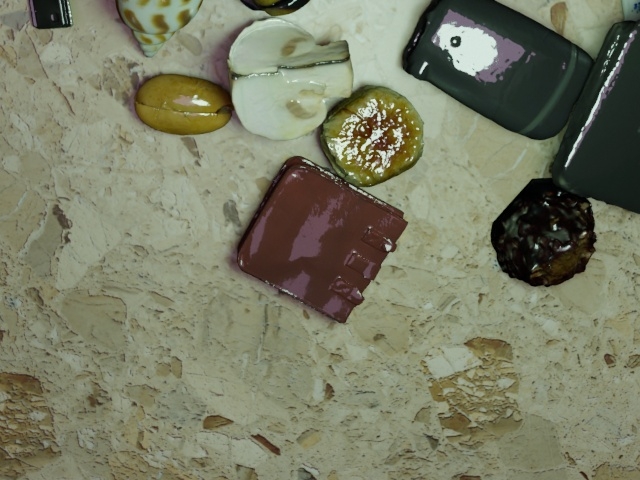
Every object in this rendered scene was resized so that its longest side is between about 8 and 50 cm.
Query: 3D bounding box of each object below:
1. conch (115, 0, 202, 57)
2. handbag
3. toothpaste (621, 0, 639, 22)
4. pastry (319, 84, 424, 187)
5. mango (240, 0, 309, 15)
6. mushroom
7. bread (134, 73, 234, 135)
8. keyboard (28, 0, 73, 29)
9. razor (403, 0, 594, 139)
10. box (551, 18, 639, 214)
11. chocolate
[{"bbox_3d":[-0.289,-0.454,1.742,0.183,0.149,0.274,37,111,28],"label":"conch"},{"bbox_3d":[0.000,-0.001,1.937,0.276,0.084,0.260,27,100,-14],"label":"handbag"},{"bbox_3d":[0.593,-0.563,1.865,0.100,0.066,0.323,-20,112,3],"label":"toothpaste"},{"bbox_3d":[0.101,-0.197,1.887,0.192,0.093,0.182,-37,105,-3],"label":"pastry"},{"bbox_3d":[-0.070,-0.540,1.734,0.201,0.152,0.287,23,105,-1],"label":"mango"},{"bbox_3d":[-0.068,-0.302,1.833,0.236,0.162,0.173,-9,142,-13],"label":"mushroom"},{"bbox_3d":[-0.255,-0.253,1.840,0.189,0.077,0.114,5,101,-6],"label":"bread"},{"bbox_3d":[-0.493,-0.494,1.752,0.094,0.025,0.230,4,109,28],"label":"keyboard"},{"bbox_3d":[0.338,-0.335,1.868,0.349,0.113,0.204,24,104,-13],"label":"razor"},{"bbox_3d":[0.640,-0.228,1.906,0.350,0.091,0.359,15,104,-28],"label":"box"},{"bbox_3d":[0.471,0.012,1.951,0.206,0.177,0.224,39,99,-15],"label":"chocolate"}]
